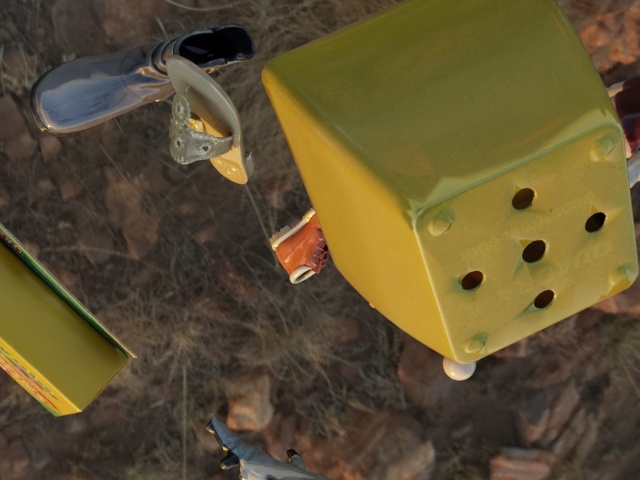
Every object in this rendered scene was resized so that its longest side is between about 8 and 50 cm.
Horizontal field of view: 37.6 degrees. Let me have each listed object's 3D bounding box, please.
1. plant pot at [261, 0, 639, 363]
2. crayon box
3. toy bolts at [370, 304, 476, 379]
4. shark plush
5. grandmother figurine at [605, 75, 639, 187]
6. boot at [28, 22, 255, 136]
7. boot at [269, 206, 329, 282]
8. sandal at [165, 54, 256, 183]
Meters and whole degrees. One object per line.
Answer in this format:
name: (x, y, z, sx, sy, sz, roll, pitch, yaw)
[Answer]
plant pot: (0.109, -0.043, 0.671, 0.212, 0.187, 0.212, -25, 128, -4)
crayon box: (-0.320, 0.095, 1.025, 0.202, 0.318, 0.081, 45, 67, -6)
toy bolts: (0.211, 0.161, 1.684, 0.218, 0.158, 0.228, -11, 156, 12)
shark plush: (-0.032, 0.211, 0.822, 0.161, 0.067, 0.073, 23, 125, 13)
grandmother figurine: (0.314, -0.120, 0.967, 0.342, 0.208, 0.104, -18, 129, 22)
boot: (-0.283, -0.275, 1.504, 0.338, 0.222, 0.118, -34, 107, -40)
boot: (0.000, 0.000, 1.365, 0.059, 0.085, 0.158, 5, 147, -48)
sandal: (-0.143, -0.117, 1.140, 0.079, 0.088, 0.240, -59, 156, -18)
